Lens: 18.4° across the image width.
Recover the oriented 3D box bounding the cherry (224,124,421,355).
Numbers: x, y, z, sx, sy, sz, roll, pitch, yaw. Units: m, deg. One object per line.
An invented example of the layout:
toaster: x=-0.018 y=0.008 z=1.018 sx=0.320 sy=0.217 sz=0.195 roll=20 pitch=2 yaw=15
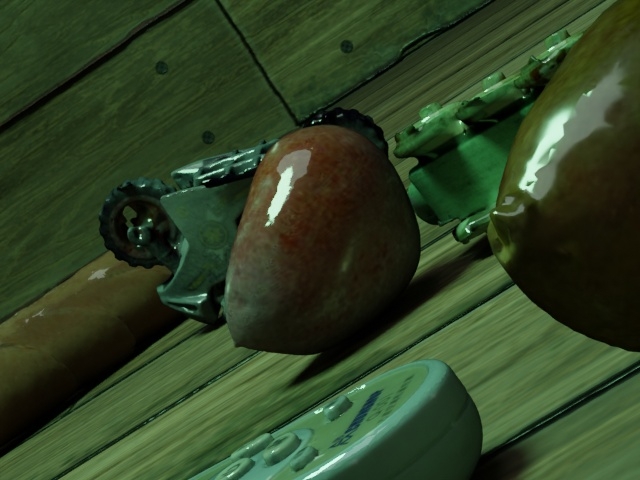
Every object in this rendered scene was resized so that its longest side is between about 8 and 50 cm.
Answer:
cherry: x=0.005 y=0.003 z=1.022 sx=0.087 sy=0.106 sz=0.126 roll=-8 pitch=60 yaw=37

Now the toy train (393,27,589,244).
toy train: x=0.126 y=-0.061 z=0.997 sx=0.125 sy=0.081 sz=0.194 roll=-26 pitch=-3 yaw=-37

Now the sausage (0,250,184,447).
sausage: x=-0.151 y=0.042 z=1.571 sx=0.433 sy=0.088 sz=0.088 roll=-35 pitch=6 yaw=-26

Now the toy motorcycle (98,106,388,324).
toy motorcycle: x=-0.046 y=-0.011 z=1.387 sx=0.215 sy=0.122 sz=0.080 roll=-19 pitch=20 yaw=13

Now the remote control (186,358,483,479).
remote control: x=-0.048 y=0.112 z=0.675 sx=0.244 sy=0.047 sz=0.087 roll=-30 pitch=10 yaw=24

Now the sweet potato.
sweet potato: x=0.173 y=-0.045 z=0.514 sx=0.385 sy=0.109 sz=0.109 roll=-23 pitch=-3 yaw=-43
